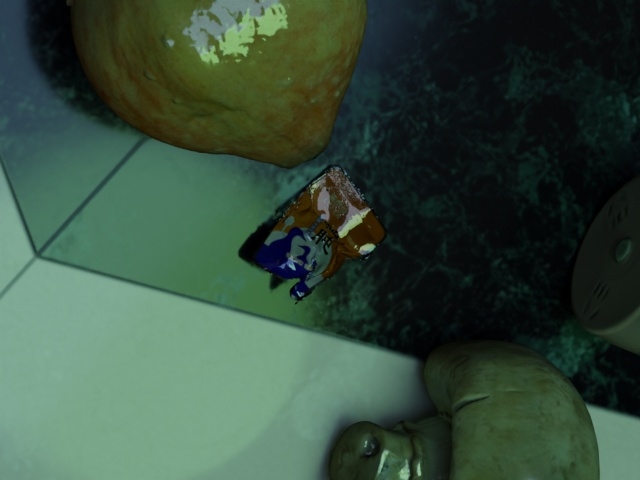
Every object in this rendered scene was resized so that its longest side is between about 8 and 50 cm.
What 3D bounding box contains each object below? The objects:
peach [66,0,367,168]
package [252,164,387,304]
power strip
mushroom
[{"bbox_3d":[-0.065,-0.154,1.360,0.232,0.232,0.232,-3,98,-20],"label":"peach"},{"bbox_3d":[-0.001,0.000,1.499,0.077,0.033,0.111,43,66,4],"label":"package"},{"bbox_3d":[0.284,0.021,1.538,0.078,0.154,0.154,25,88,-21],"label":"power strip"},{"bbox_3d":[0.126,0.203,1.487,0.195,0.189,0.253,16,83,-22],"label":"mushroom"}]
